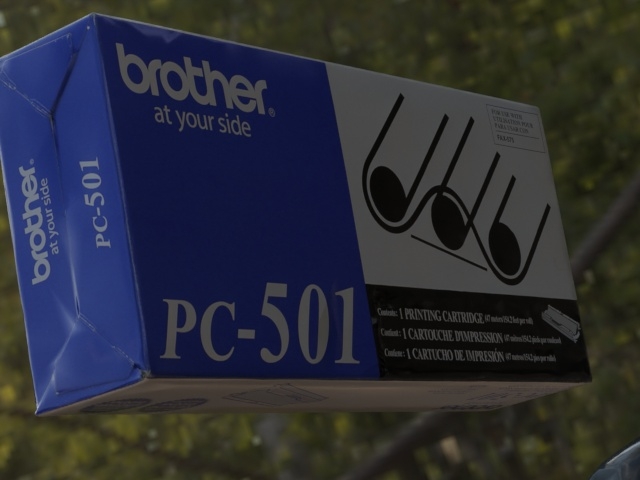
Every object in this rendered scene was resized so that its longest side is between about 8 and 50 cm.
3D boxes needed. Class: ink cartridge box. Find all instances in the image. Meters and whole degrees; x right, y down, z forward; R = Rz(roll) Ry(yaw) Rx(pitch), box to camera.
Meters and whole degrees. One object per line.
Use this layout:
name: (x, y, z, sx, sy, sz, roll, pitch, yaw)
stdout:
ink cartridge box: (0.000, 0.000, 0.568, 0.046, 0.097, 0.207, -19, -16, 37)

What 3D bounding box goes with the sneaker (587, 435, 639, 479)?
sneaker: (0.153, 0.105, 0.451, 0.341, 0.125, 0.139, -10, -43, -39)
